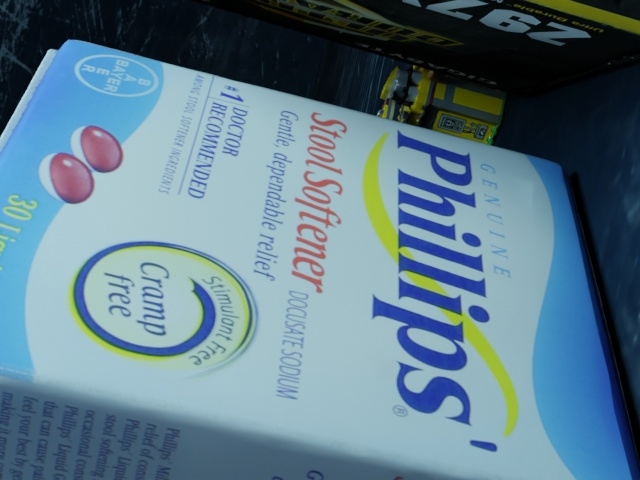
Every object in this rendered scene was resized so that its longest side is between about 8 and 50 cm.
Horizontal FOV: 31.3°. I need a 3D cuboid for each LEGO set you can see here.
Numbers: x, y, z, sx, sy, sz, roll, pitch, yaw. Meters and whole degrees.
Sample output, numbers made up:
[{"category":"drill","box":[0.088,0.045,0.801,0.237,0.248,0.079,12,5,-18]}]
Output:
[{"category":"LEGO set","box":[0.000,0.000,0.892,0.255,0.192,0.331,179,106,-83]}]

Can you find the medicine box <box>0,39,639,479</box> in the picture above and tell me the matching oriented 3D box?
[{"category":"medicine box","box":[-0.024,0.053,0.551,0.263,0.289,0.149,-85,10,-55]}]

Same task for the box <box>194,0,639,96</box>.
[{"category":"box","box":[0.008,-0.166,0.628,0.257,0.322,0.079,-174,99,-83]}]
